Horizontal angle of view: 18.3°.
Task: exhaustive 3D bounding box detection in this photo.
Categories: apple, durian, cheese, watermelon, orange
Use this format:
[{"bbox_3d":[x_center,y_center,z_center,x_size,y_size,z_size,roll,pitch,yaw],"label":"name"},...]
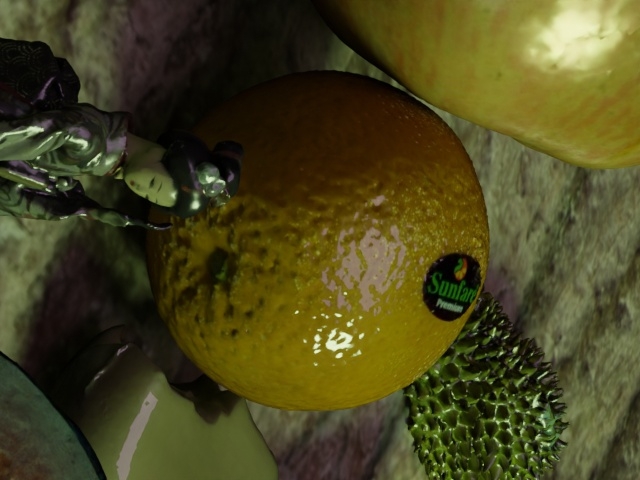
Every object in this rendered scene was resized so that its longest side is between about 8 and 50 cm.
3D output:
[{"bbox_3d":[0.160,-0.234,1.291,0.391,0.391,0.346,23,93,-54],"label":"apple"},{"bbox_3d":[0.143,0.136,1.615,0.137,0.095,0.221,-48,129,-36],"label":"durian"},{"bbox_3d":[-0.110,0.147,1.271,0.175,0.091,0.202,-55,139,-30],"label":"cheese"},{"bbox_3d":[-0.232,0.140,1.146,0.202,0.136,0.207,-4,140,-16],"label":"watermelon"},{"bbox_3d":[0.000,0.000,1.273,0.236,0.236,0.236,-21,117,-50],"label":"orange"}]

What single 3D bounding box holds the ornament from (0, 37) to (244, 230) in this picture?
[{"bbox_3d":[-0.142,-0.035,1.039,0.166,0.196,0.153,63,44,-76],"label":"ornament"}]
